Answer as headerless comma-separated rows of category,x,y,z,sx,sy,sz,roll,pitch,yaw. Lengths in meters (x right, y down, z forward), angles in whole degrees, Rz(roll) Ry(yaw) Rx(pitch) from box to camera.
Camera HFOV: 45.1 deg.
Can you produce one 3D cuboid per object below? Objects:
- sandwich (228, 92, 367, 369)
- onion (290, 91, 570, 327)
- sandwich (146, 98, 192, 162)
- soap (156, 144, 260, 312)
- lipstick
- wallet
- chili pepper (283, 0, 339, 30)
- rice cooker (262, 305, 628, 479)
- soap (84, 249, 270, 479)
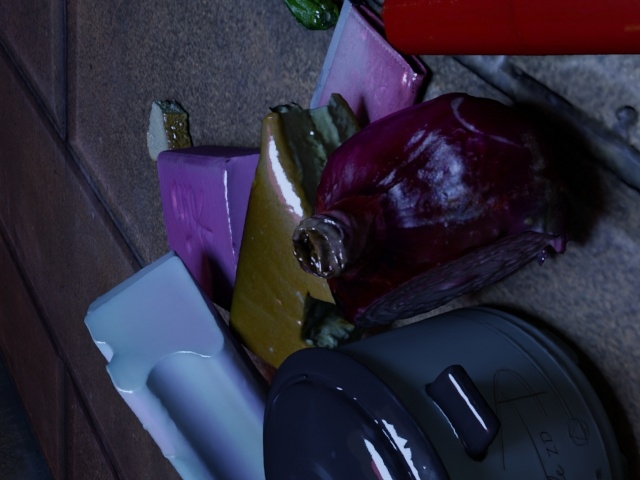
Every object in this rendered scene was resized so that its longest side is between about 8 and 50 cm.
sandwich,0.000,0.000,0.691,0.128,0.122,0.235,30,132,23
onion,0.055,-0.020,0.535,0.195,0.218,0.139,-25,76,46
sandwich,-0.218,-0.151,1.088,0.105,0.036,0.093,5,106,58
soap,-0.114,-0.019,0.909,0.259,0.081,0.181,18,117,61
lipstick,0.148,-0.151,0.485,0.280,0.073,0.073,20,118,54
wallet,0.026,-0.098,0.736,0.119,0.025,0.232,56,142,31
chili pepper,-0.014,-0.241,0.743,0.055,0.035,0.117,-42,55,41
rice cooker,0.075,0.179,0.572,0.241,0.227,0.280,59,143,27
soap,-0.101,0.187,0.811,0.346,0.115,0.208,58,172,-12
